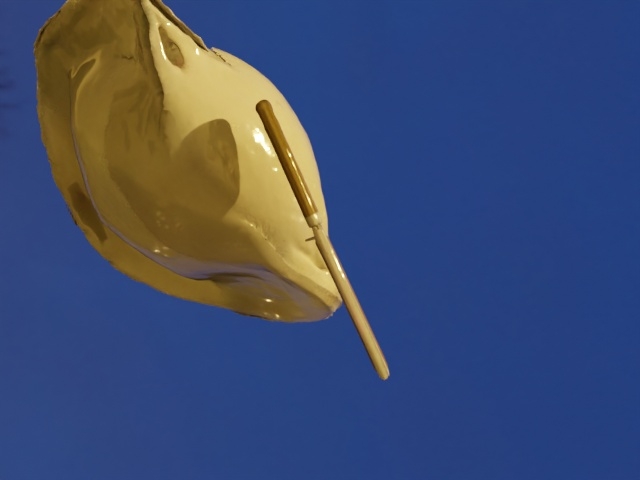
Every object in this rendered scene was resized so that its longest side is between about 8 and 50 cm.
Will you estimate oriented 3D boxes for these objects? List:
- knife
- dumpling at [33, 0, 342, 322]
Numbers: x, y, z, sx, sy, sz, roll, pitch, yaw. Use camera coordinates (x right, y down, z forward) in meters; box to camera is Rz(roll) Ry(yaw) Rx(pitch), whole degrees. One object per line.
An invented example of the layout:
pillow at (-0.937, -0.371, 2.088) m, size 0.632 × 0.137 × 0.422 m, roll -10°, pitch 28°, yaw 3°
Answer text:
knife at (-0.001, 0.000, 1.604) m, size 0.022 × 0.046 × 0.256 m, roll -24°, pitch -89°, yaw -2°
dumpling at (-0.132, -0.061, 1.740) m, size 0.260 × 0.341 × 0.181 m, roll -18°, pitch -136°, yaw 43°
